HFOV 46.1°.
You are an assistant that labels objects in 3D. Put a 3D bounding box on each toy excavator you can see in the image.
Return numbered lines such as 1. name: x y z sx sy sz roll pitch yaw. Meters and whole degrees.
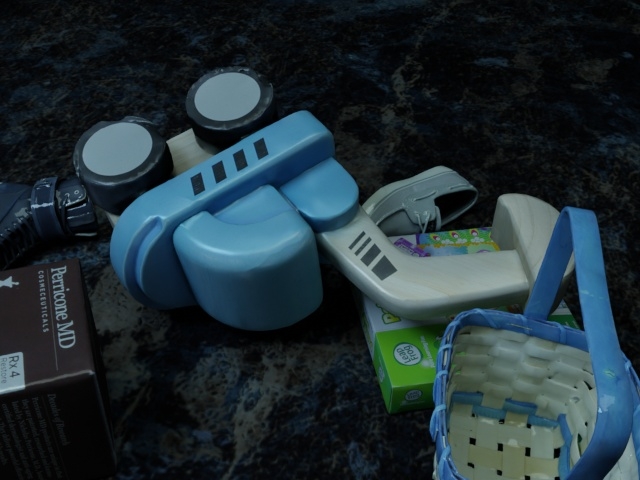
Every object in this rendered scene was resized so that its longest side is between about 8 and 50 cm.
1. toy excavator: 0.000 0.000 0.881 0.433 0.222 0.445 -31 59 -17

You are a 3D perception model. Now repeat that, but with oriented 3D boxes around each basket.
1. basket: 0.204 0.145 0.686 0.201 0.288 0.254 9 42 7

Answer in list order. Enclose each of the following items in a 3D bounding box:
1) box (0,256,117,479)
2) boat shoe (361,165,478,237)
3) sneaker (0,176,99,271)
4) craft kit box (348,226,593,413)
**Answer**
1. box: -0.324 0.145 0.752 0.203 0.167 0.168 -11 43 -15
2. boat shoe: 0.138 -0.041 1.058 0.228 0.079 0.081 -28 45 -35
3. sneaker: -0.384 -0.008 0.989 0.164 0.086 0.226 -2 40 -1
4. craft kit box: 0.174 0.086 0.935 0.247 0.061 0.249 -8 42 -8
